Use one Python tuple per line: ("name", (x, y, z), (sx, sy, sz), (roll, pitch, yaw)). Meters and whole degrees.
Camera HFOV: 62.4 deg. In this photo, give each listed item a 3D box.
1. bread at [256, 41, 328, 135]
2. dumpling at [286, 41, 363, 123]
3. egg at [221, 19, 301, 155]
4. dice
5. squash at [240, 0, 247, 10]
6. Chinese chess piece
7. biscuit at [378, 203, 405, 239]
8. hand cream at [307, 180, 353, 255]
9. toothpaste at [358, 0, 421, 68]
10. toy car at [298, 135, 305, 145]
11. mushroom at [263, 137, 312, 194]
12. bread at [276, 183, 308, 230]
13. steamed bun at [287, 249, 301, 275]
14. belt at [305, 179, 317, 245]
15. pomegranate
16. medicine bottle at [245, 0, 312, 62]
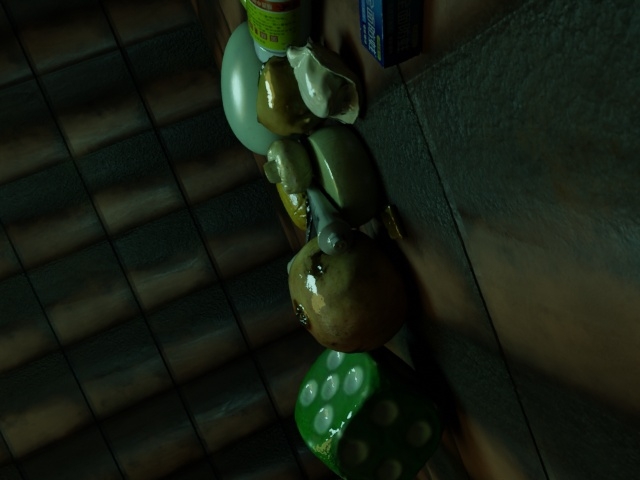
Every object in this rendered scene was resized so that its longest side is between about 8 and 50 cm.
("bread", (-0.044, -0.310, 1.213), (0.133, 0.174, 0.252), (57, 161, 16))
("dumpling", (0.017, -0.314, 1.052), (0.199, 0.118, 0.136), (41, 165, -23))
("egg", (-0.147, -0.394, 1.397), (0.371, 0.229, 0.230), (86, 160, -45))
("dice", (0.128, 0.452, 1.400), (0.297, 0.300, 0.287), (37, -177, -23))
("squash", (-0.189, -0.672, 1.446), (0.090, 0.075, 0.200), (2, 119, 51))
("Chinese chess piece", (0.049, -0.151, 1.258), (0.250, 0.101, 0.251), (157, 90, -81))
("biscuit", (0.158, -0.040, 1.169), (0.083, 0.018, 0.081), (174, 73, -81))
("hand cream", (0.011, -0.053, 1.234), (0.341, 0.077, 0.125), (-113, 9, -64))
("toothpaste", (0.084, -0.375, 0.650), (0.320, 0.066, 0.076), (78, 166, -52))
("toy car", (-0.084, -0.304, 1.729), (0.224, 0.076, 0.090), (-125, 12, -84))
("mushroom", (-0.077, -0.178, 1.264), (0.148, 0.112, 0.148), (-22, -90, -90))
("bread", (-0.056, -0.144, 1.746), (0.240, 0.139, 0.240), (157, 90, -81))
("steamed bun", (0.039, 0.155, 1.715), (0.324, 0.206, 0.324), (56, 160, 33))
("belt", (0.000, 0.000, 1.505), (0.126, 0.094, 0.360), (-174, 88, -78))
("pomegranate", (0.065, 0.122, 1.310), (0.322, 0.322, 0.322), (157, 90, -81))
("medicine bottle", (-0.086, -0.483, 1.111), (0.225, 0.139, 0.139), (96, 150, -70))
